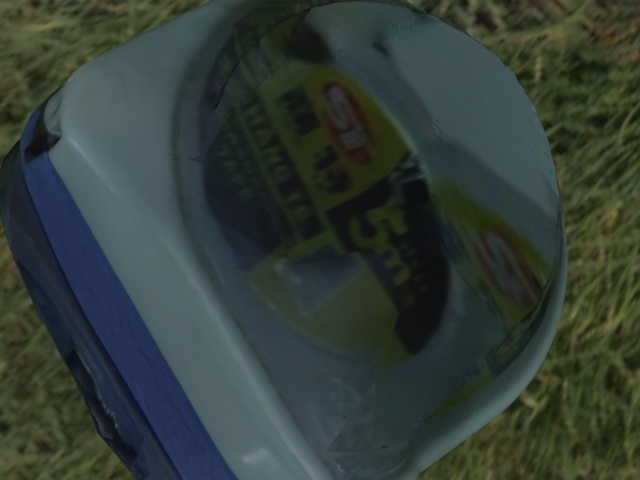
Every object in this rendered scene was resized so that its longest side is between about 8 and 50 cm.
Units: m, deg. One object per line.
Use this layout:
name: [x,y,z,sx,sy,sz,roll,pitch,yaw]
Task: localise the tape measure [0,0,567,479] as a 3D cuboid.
tape measure: [-0.001,0.001,0.891,0.259,0.262,0.138,60,150,0]
